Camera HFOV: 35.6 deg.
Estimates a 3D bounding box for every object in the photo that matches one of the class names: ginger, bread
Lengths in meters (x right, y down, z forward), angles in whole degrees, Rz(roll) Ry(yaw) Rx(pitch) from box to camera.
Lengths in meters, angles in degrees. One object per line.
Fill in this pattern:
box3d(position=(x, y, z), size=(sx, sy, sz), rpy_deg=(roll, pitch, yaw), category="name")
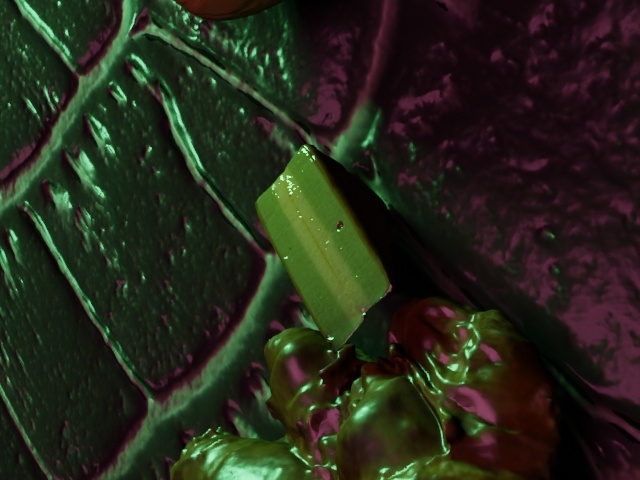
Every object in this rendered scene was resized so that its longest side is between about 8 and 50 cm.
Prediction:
box3d(position=(0.033, 0.186, 0.694), size=(0.357, 0.152, 0.274), rpy_deg=(-19, 78, 40), category="ginger")
box3d(position=(0.000, 0.003, 0.716), size=(0.074, 0.084, 0.139), rpy_deg=(-48, 18, 23), category="bread")

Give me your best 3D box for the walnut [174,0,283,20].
box3d(position=(-0.060, -0.260, 0.769), size=(0.206, 0.159, 0.159), rpy_deg=(-33, 69, 37), category="walnut")
